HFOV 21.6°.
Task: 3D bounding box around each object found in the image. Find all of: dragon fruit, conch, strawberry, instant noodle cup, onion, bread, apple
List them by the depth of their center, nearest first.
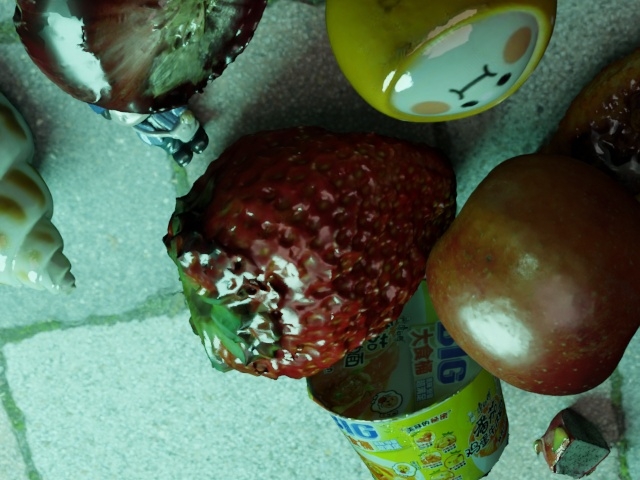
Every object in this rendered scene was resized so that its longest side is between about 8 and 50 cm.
[{"bbox_3d":[-0.179,-0.256,1.495,0.195,0.272,0.272,27,130,37],"label":"onion"},{"bbox_3d":[0.213,0.033,1.569,0.201,0.218,0.218,37,119,11],"label":"apple"},{"bbox_3d":[0.000,0.000,1.617,0.288,0.250,0.239,-24,113,-13],"label":"strawberry"},{"bbox_3d":[0.299,-0.097,1.629,0.139,0.095,0.269,37,132,-7],"label":"bread"},{"bbox_3d":[-0.350,-0.045,1.645,0.275,0.149,0.183,30,122,-12],"label":"conch"},{"bbox_3d":[0.101,0.159,1.734,0.205,0.205,0.153,-15,130,11],"label":"instant noodle cup"},{"bbox_3d":[0.268,0.220,1.827,0.083,0.060,0.056,16,123,-42],"label":"dragon fruit"}]

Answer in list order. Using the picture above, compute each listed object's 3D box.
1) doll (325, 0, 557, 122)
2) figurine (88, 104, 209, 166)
[{"bbox_3d":[0.122,-0.202,1.528,0.213,0.213,0.236,-30,153,18],"label":"doll"},{"bbox_3d":[-0.170,-0.135,1.643,0.077,0.079,0.136,-39,135,18],"label":"figurine"}]
